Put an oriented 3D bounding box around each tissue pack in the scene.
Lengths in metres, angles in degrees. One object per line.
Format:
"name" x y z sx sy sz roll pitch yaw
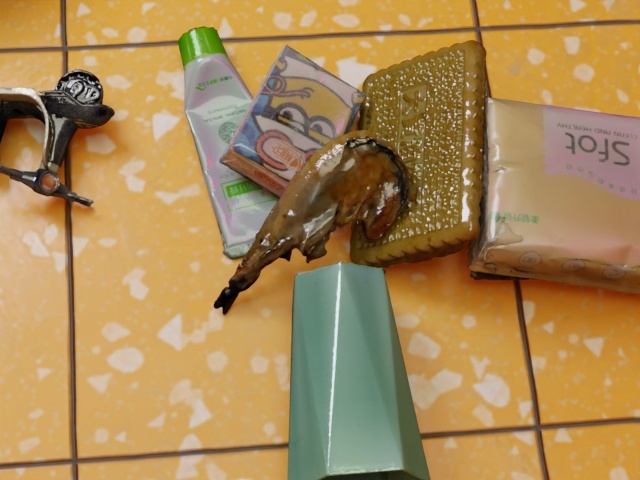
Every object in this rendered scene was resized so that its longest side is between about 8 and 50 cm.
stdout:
"tissue pack" -0.028 -0.128 1.572 0.116 0.065 0.155 30 62 -10
"tissue pack" 0.293 -0.044 1.549 0.257 0.123 0.215 8 66 -9

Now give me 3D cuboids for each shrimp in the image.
"shrimp" -0.008 -0.002 1.498 0.117 0.066 0.262 38 99 2

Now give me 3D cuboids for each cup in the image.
"cup" 0.033 0.147 1.450 0.148 0.134 0.235 0 67 -7

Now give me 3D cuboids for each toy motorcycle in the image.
"toy motorcycle" -0.364 -0.120 1.555 0.263 0.091 0.157 0 76 -2

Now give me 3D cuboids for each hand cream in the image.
"hand cream" -0.106 -0.114 1.597 0.079 0.050 0.275 -23 74 16

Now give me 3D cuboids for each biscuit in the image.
"biscuit" 0.106 -0.095 1.548 0.172 0.029 0.254 -15 61 37
